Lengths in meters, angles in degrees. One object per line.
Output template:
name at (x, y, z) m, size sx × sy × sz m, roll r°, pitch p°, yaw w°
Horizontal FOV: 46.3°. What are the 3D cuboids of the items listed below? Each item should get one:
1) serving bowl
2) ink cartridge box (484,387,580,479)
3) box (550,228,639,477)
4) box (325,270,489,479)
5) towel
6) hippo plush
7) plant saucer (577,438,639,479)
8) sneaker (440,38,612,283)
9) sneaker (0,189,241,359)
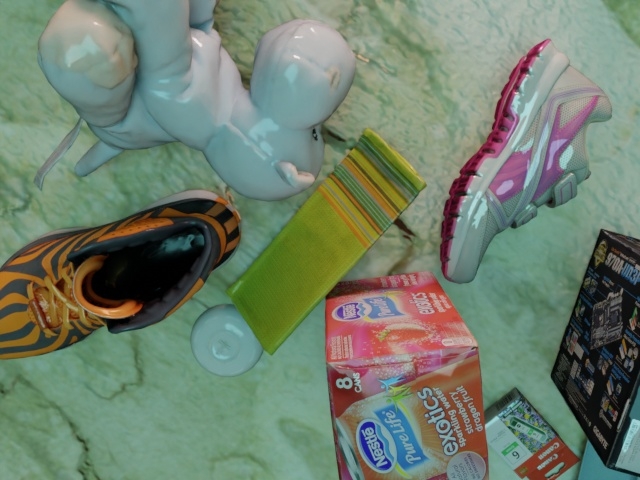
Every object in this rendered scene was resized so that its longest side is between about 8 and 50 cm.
serving bowl at (-0.104, 0.114, 0.821) m, size 0.083 × 0.027 × 0.083 m, roll 1°, pitch 102°, yaw 4°
ink cartridge box at (0.231, 0.226, 0.825) m, size 0.063 × 0.029 × 0.115 m, roll -42°, pitch 96°, yaw 9°
box at (0.286, 0.093, 0.700) m, size 0.051 × 0.220 × 0.175 m, roll 15°, pitch 100°, yaw 3°
box at (0.069, 0.122, 0.697) m, size 0.123 × 0.257 × 0.128 m, roll -6°, pitch 101°, yaw 1°
towel at (0.000, 0.000, 0.765) m, size 0.237 × 0.102 × 0.021 m, roll -48°, pitch 139°, yaw 10°
hippo plush at (-0.100, -0.127, 0.670) m, size 0.237 × 0.234 × 0.294 m, roll 27°, pitch 100°, yaw -2°
plant saucer at (0.325, 0.227, 0.827) m, size 0.067 × 0.018 × 0.192 m, roll 10°, pitch 100°, yaw 1°
sneaker at (0.202, -0.062, 0.734) m, size 0.111 × 0.103 × 0.252 m, roll 27°, pitch 102°, yaw -1°
sneaker at (-0.238, 0.043, 0.737) m, size 0.321 × 0.180 × 0.124 m, roll -27°, pitch 98°, yaw 8°
